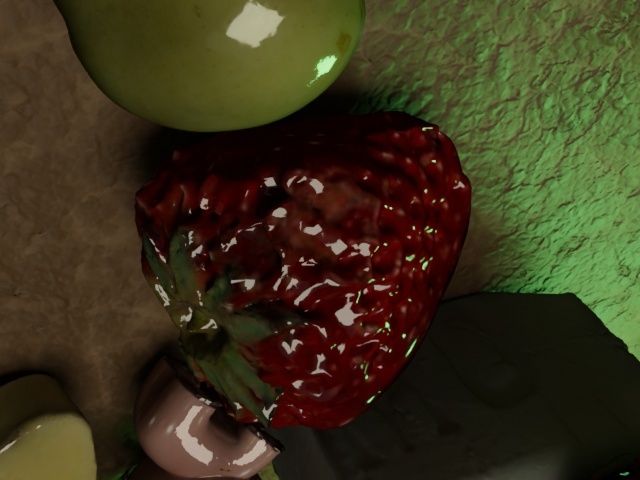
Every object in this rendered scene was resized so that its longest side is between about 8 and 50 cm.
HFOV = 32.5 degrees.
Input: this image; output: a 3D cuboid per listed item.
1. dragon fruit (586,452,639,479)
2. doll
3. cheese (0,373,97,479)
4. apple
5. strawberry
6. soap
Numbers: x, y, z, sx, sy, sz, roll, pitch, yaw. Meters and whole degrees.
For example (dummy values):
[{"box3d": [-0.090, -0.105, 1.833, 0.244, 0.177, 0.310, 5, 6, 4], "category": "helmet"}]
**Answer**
[{"box3d": [0.338, 0.352, 1.168, 0.273, 0.198, 0.218, -45, 153, -11], "category": "dragon fruit"}, {"box3d": [-0.178, 0.307, 1.325, 0.216, 0.284, 0.268, 38, 88, -26], "category": "doll"}, {"box3d": [-0.390, 0.381, 1.307, 0.384, 0.104, 0.384, -20, 127, -29], "category": "cheese"}, {"box3d": [-0.088, -0.215, 0.868, 0.262, 0.262, 0.262, -12, 134, -13], "category": "apple"}, {"box3d": [0.000, 0.000, 1.133, 0.345, 0.317, 0.295, -38, -175, -32], "category": "strawberry"}, {"box3d": [0.172, 0.241, 1.359, 0.435, 0.350, 0.213, -11, 126, -16], "category": "soap"}]
